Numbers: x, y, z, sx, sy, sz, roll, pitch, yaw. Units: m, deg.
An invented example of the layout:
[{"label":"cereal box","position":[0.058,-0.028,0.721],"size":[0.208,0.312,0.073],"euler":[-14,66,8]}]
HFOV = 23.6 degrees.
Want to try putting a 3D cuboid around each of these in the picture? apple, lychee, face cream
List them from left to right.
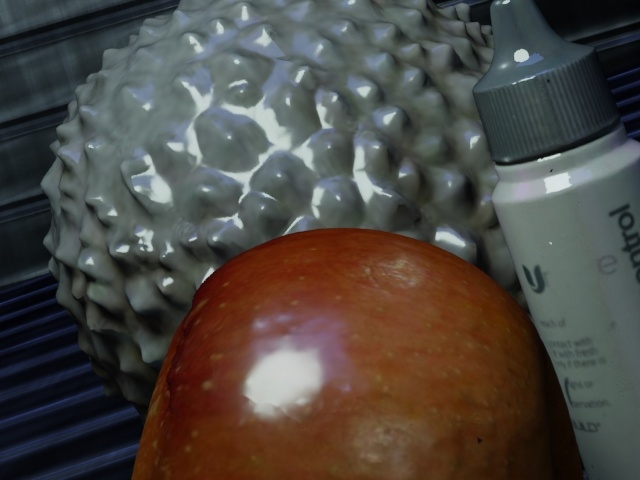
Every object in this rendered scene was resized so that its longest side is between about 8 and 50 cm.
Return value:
[{"label":"lychee","position":[0.000,0.000,1.074],"size":[0.380,0.380,0.432],"euler":[-24,40,-20]},{"label":"apple","position":[0.022,0.120,0.734],"size":[0.206,0.251,0.272],"euler":[1,1,12]},{"label":"face cream","position":[0.153,0.012,0.846],"size":[0.092,0.311,0.092],"euler":[-20,9,3]}]
